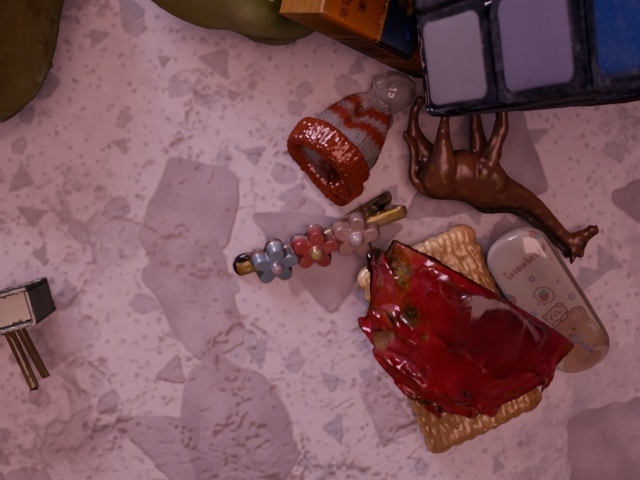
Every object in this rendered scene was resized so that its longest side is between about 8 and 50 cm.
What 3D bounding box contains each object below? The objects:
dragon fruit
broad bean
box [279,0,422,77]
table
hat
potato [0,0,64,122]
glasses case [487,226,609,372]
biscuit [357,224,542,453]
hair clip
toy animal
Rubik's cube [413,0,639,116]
[{"bbox_3d":[0.153,0.104,0.975,0.261,0.189,0.163,32,64,-1],"label":"dragon fruit"},{"bbox_3d":[-0.098,-0.317,0.934,0.263,0.121,0.189,26,97,-25],"label":"broad bean"},{"bbox_3d":[0.073,-0.279,0.946,0.237,0.070,0.152,11,92,-50],"label":"box"},{"bbox_3d":[-0.409,0.128,0.943,0.240,0.121,0.111,-15,94,-6],"label":"table"},{"bbox_3d":[0.048,-0.132,1.019,0.112,0.093,0.162,48,68,-17],"label":"hat"},{"bbox_3d":[-0.360,-0.271,0.893,0.210,0.173,0.308,20,99,-11],"label":"potato"},{"bbox_3d":[0.275,0.073,1.050,0.081,0.051,0.204,-31,106,23],"label":"glasses case"},{"bbox_3d":[0.157,0.119,1.061,0.160,0.030,0.250,-25,96,-6],"label":"biscuit"},{"bbox_3d":[0.002,0.004,1.025,0.213,0.056,0.062,-25,128,-6],"label":"hair clip"},{"bbox_3d":[0.218,-0.072,1.041,0.224,0.066,0.230,-9,106,-3],"label":"toy animal"},{"bbox_3d":[0.318,-0.316,0.849,0.363,0.362,0.359,-13,95,-32],"label":"Rubik's cube"}]
